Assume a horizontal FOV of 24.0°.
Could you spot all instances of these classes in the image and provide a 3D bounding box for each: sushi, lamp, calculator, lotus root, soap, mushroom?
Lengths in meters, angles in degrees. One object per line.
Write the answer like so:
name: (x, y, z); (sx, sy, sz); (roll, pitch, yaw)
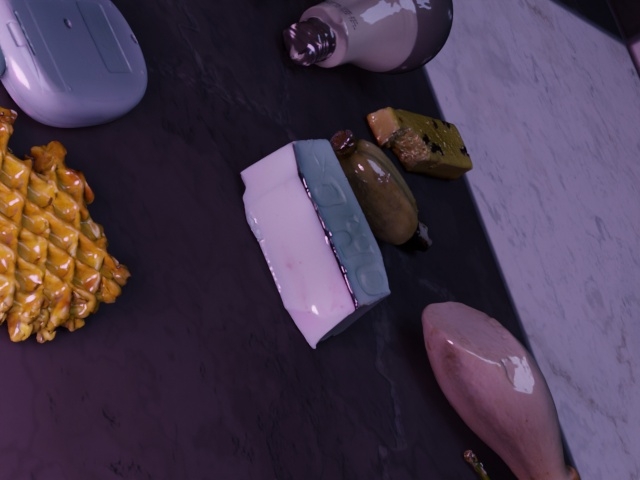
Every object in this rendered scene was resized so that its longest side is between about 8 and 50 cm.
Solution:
sushi: (0.129, -0.011, 2.096); (0.083, 0.044, 0.046); (26, 42, -47)
lamp: (0.054, -0.329, 2.155); (0.314, 0.182, 0.182); (-5, 69, -42)
calculator: (-0.274, -0.204, 1.554); (0.299, 0.041, 0.185); (-12, 76, -64)
lotus root: (0.065, -0.072, 2.000); (0.183, 0.077, 0.090); (51, 21, -27)
soap: (0.000, 0.000, 1.803); (0.145, 0.091, 0.230); (-14, 76, -63)
mushroom: (0.245, 0.223, 2.002); (0.350, 0.128, 0.128); (61, 26, -13)

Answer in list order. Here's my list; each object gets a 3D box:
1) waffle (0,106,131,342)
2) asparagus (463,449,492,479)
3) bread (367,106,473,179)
waffle: (-0.278, -0.018, 1.369); (0.228, 0.051, 0.231); (64, 27, -2)
asparagus: (0.226, 0.326, 1.982); (0.127, 0.015, 0.018); (56, 25, -12)
bread: (0.152, -0.145, 2.258); (0.226, 0.049, 0.088); (5, 61, -59)
